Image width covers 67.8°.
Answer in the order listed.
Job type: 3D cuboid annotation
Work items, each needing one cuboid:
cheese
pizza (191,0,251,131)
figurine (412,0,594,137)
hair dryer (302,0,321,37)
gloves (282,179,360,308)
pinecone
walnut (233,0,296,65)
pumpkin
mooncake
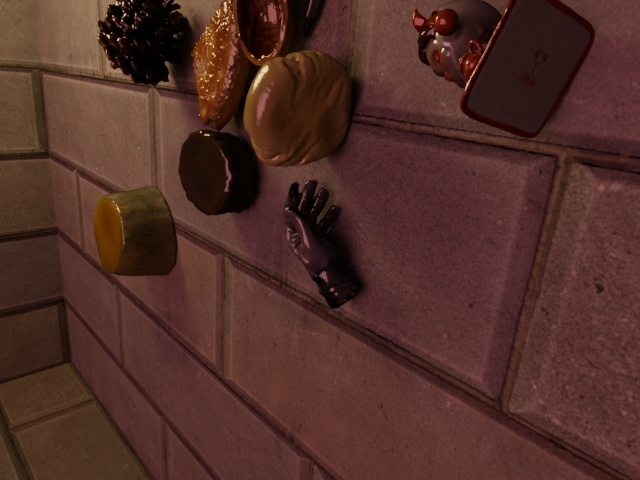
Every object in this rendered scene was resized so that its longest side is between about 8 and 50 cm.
[{"bbox_3d":[-0.046,-0.254,0.930,0.117,0.213,0.226,41,134,39],"label":"cheese"},{"bbox_3d":[-0.246,-0.446,1.193,0.226,0.086,0.336,43,127,38],"label":"pizza"},{"bbox_3d":[0.215,-0.275,0.680,0.226,0.183,0.160,49,124,44],"label":"figurine"},{"bbox_3d":[-0.015,-0.519,0.953,0.173,0.050,0.195,59,139,23],"label":"hair dryer"},{"bbox_3d":[-0.007,0.008,1.015,0.119,0.142,0.286,-18,85,20],"label":"gloves"},{"bbox_3d":[-0.495,-0.564,1.332,0.257,0.243,0.244,-21,84,43],"label":"pinecone"},{"bbox_3d":[-0.107,-0.482,1.028,0.167,0.087,0.211,4,105,40],"label":"walnut"},{"bbox_3d":[-0.672,-0.018,1.691,0.332,0.199,0.333,15,112,42],"label":"pumpkin"},{"bbox_3d":[-0.265,-0.177,1.256,0.228,0.124,0.228,11,107,40],"label":"mooncake"}]
